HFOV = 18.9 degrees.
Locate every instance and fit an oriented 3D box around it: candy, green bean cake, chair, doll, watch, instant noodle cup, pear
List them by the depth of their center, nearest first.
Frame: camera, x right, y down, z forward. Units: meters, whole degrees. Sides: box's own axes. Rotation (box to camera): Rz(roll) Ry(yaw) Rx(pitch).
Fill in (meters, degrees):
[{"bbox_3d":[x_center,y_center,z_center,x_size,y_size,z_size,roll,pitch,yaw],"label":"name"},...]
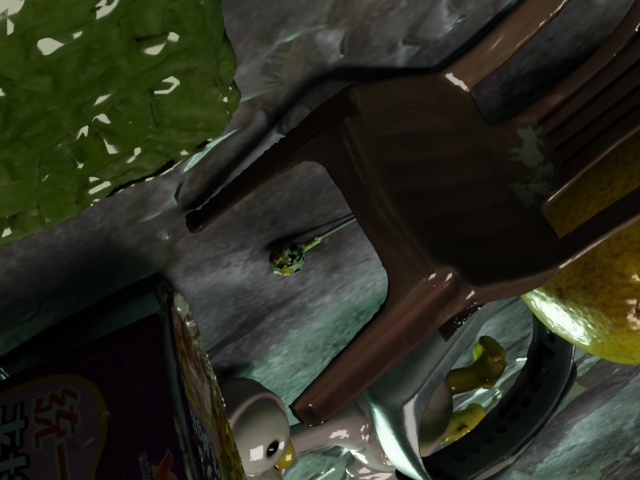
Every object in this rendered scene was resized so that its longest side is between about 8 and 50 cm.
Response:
[{"bbox_3d":[-0.169,-0.082,0.881,0.248,0.125,0.222,-26,157,-4],"label":"green bean cake"},{"bbox_3d":[0.101,-0.045,1.206,0.183,0.175,0.326,-15,159,-48],"label":"chair"},{"bbox_3d":[-0.177,0.224,1.314,0.266,0.339,0.340,-16,157,1],"label":"instant noodle cup"},{"bbox_3d":[0.230,-0.008,1.371,0.209,0.209,0.209,-24,157,-11],"label":"pear"},{"bbox_3d":[0.000,0.000,1.382,0.083,0.023,0.025,-28,-167,-17],"label":"candy"},{"bbox_3d":[0.127,0.119,1.602,0.206,0.068,0.193,-56,135,-10],"label":"watch"},{"bbox_3d":[-0.001,0.167,1.619,0.365,0.094,0.160,-16,129,-39],"label":"doll"}]
